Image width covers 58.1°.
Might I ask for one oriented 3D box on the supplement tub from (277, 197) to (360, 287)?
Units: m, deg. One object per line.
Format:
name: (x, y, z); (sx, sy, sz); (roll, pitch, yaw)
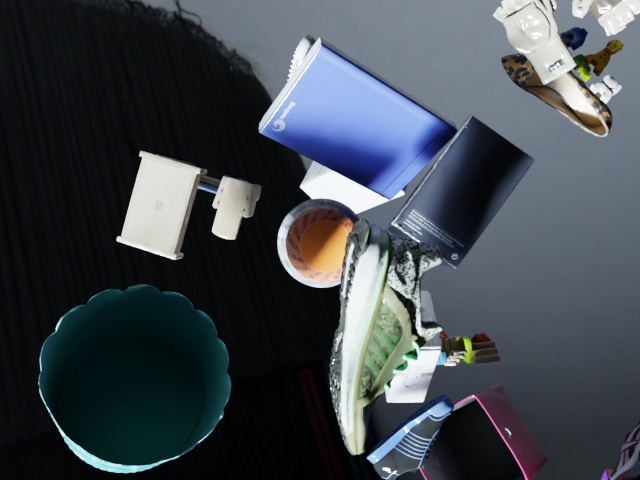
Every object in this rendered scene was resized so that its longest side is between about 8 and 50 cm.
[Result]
supplement tub: (0.000, 0.000, 1.305); (0.193, 0.194, 0.316); (-17, -176, -1)

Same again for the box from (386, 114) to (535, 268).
box: (0.316, -0.101, 1.364); (0.294, 0.182, 0.296); (-55, 176, 2)

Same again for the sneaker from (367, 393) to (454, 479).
sneaker: (0.207, 0.421, 1.212); (0.232, 0.090, 0.081); (-45, 169, 17)

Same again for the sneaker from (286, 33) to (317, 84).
sneaker: (-0.007, -0.322, 1.358); (0.102, 0.146, 0.293); (-59, 170, -41)

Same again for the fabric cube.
fabric cube: (0.441, 0.586, 1.619); (0.259, 0.254, 0.258); (-39, 155, 23)

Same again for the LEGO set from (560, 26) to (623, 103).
LEGO set: (0.669, -0.457, 1.403); (0.093, 0.227, 0.087); (-31, 161, -1)

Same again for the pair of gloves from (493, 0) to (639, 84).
pair of gloves: (0.489, -0.460, 1.140); (0.240, 0.204, 0.042); (-40, 178, 34)

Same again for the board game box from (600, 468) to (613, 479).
board game box: (0.754, 0.774, 1.196); (0.356, 0.356, 0.356); (11, -153, 7)

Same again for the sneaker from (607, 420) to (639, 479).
sneaker: (0.586, 0.394, 1.058); (0.072, 0.077, 0.178); (18, 123, 2)

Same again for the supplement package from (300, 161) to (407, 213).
supplement package: (0.117, -0.210, 1.741); (0.177, 0.175, 0.293); (43, 142, -24)

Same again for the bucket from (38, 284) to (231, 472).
bucket: (-0.290, 0.226, 0.908); (0.281, 0.281, 0.183); (-10, 157, -27)

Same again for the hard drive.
hard drive: (0.073, -0.217, 1.104); (0.318, 0.040, 0.210); (24, 129, -25)

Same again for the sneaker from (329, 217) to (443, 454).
sneaker: (0.117, 0.174, 0.966); (0.182, 0.411, 0.158); (6, -168, -4)

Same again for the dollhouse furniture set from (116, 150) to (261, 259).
dollhouse furniture set: (-0.274, -0.067, 1.341); (0.286, 0.198, 0.303); (17, -175, 7)

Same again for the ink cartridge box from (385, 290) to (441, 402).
ink cartridge box: (0.250, 0.306, 1.658); (0.117, 0.207, 0.283); (0, 136, -4)

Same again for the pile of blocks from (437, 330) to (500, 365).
pile of blocks: (0.434, 0.365, 1.991); (0.362, 0.113, 0.149); (-10, 174, 29)

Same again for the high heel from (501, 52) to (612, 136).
high heel: (0.521, -0.320, 1.258); (0.261, 0.186, 0.093); (13, 135, -22)
